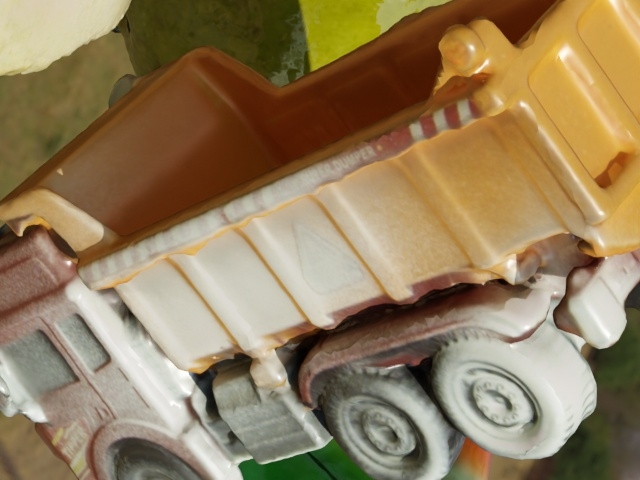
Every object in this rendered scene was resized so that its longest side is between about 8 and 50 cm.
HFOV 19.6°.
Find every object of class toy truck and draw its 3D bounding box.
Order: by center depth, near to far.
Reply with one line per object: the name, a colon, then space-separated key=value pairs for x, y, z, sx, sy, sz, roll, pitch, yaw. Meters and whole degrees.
toy truck: x=0.000 y=0.000 z=0.551 sx=0.270 sy=0.135 sz=0.114 roll=-23 pitch=-162 yaw=48

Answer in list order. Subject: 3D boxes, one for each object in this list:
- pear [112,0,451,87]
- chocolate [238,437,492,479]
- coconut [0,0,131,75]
pear: x=0.025 y=-0.246 z=1.430 sx=0.413 sy=0.352 sz=0.352 roll=-20 pitch=154 yaw=-17
chocolate: x=0.014 y=0.154 z=1.106 sx=0.360 sy=0.162 sz=0.341 roll=96 pitch=6 yaw=-50
coconut: x=-0.184 y=-0.235 z=0.999 sx=0.239 sy=0.239 sz=0.244 roll=-57 pitch=172 yaw=-47
